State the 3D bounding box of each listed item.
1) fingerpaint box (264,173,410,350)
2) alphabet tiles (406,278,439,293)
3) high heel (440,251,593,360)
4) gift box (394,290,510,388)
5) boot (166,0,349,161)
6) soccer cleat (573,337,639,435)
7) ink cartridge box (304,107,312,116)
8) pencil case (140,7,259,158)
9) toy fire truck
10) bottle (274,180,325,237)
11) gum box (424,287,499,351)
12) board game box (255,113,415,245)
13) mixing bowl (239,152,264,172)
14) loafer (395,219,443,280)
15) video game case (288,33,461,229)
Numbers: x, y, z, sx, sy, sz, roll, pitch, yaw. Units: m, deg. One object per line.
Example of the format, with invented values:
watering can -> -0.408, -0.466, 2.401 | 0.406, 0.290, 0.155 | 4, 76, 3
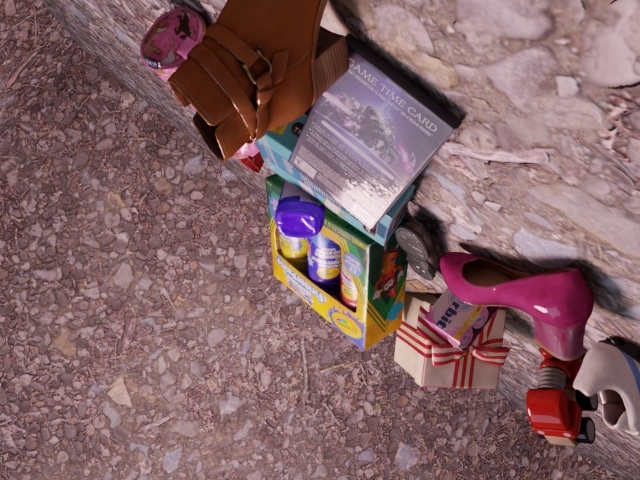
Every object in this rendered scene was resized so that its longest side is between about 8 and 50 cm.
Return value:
fingerpaint box -> 0.033, 0.036, 1.391 | 0.445, 0.163, 0.371 | 35, 139, 39
alphabet tiles -> 0.466, 0.249, 1.908 | 0.285, 0.011, 0.342 | 39, 174, 3
high heel -> 0.357, 0.056, 0.929 | 0.377, 0.127, 0.181 | 37, 146, 55
gift box -> 0.353, 0.256, 1.350 | 0.255, 0.276, 0.258 | 0, -175, -12
boot -> -0.091, -0.246, 0.543 | 0.109, 0.220, 0.283 | 39, 162, 34
soccer cleat -> 0.628, 0.330, 0.924 | 0.331, 0.143, 0.116 | 39, 174, -2
ink cartridge box -> 0.019, -0.214, 1.031 | 0.223, 0.045, 0.224 | 33, 171, 42
pencil case -> -0.251, -0.351, 1.140 | 0.160, 0.167, 0.386 | -1, 159, 18
toy fire truck -> 0.542, 0.313, 1.091 | 0.158, 0.217, 0.246 | -16, 125, 47
bottle -> -0.039, -0.120, 1.217 | 0.118, 0.283, 0.092 | 3, 128, 3
gum box -> 0.342, 0.156, 1.133 | 0.107, 0.188, 0.062 | 34, 172, 43
board game box -> 0.021, -0.136, 0.992 | 0.336, 0.079, 0.254 | 35, 173, 10
mixing bowl -> -0.239, -0.315, 1.564 | 0.181, 0.098, 0.181 | 38, 174, 4
loafer -> 0.249, 0.009, 1.169 | 0.096, 0.084, 0.267 | 35, 169, 30
video game case -> 0.064, -0.149, 0.749 | 0.196, 0.026, 0.274 | 40, 145, 4
